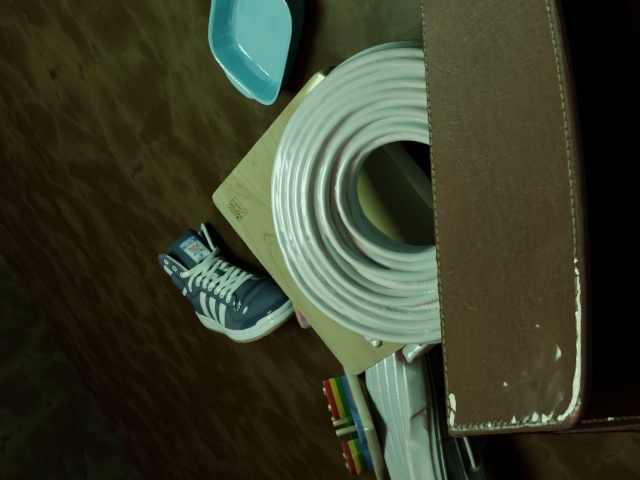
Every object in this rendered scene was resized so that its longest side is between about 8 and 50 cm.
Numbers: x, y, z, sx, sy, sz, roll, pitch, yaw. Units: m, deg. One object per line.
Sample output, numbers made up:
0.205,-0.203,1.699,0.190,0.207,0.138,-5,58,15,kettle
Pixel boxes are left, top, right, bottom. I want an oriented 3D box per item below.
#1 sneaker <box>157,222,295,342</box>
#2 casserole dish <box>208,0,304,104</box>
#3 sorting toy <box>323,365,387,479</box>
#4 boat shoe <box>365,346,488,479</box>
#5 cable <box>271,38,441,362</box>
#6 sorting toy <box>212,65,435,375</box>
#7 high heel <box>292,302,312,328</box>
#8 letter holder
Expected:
-0.141,0.056,1.348,0.282,0.099,0.153,-2,123,60,sneaker
-0.065,-0.226,0.979,0.114,0.037,0.188,45,150,15,casserole dish
0.037,0.223,1.191,0.274,0.046,0.132,-109,3,-46,sorting toy
0.141,0.234,1.121,0.121,0.119,0.335,-173,70,-69,boat shoe
0.077,-0.039,0.791,0.257,0.089,0.257,-38,88,22,cable
0.044,-0.021,0.961,0.257,0.089,0.255,52,140,3,sorting toy
0.000,0.000,1.125,0.117,0.082,0.244,-8,105,27,high heel
0.184,-0.044,0.539,0.214,0.152,0.301,-26,62,60,letter holder
